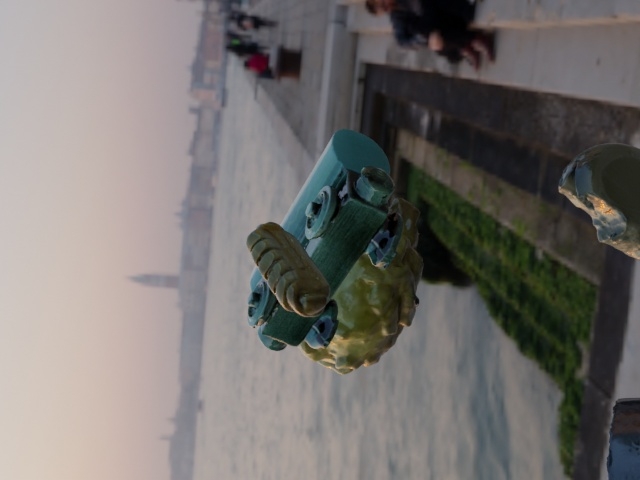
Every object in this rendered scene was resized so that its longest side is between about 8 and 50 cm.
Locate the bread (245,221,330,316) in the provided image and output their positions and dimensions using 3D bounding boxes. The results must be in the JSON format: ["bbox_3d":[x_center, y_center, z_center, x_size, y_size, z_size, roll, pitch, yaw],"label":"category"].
[{"bbox_3d":[-0.027,0.023,0.788,0.034,0.049,0.088,-52,58,25],"label":"bread"}]

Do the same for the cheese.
[{"bbox_3d":[0.475,-0.073,1.643,0.091,0.202,0.175,-33,35,59],"label":"cheese"}]

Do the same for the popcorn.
[{"bbox_3d":[0.063,0.061,1.441,0.266,0.192,0.233,-56,-30,-20],"label":"popcorn"}]

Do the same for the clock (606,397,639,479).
[{"bbox_3d":[0.359,0.287,1.181,0.215,0.042,0.215,0,-90,-68],"label":"clock"}]

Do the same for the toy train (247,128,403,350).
[{"bbox_3d":[0.000,0.000,1.065,0.248,0.101,0.159,-56,24,35],"label":"toy train"}]
